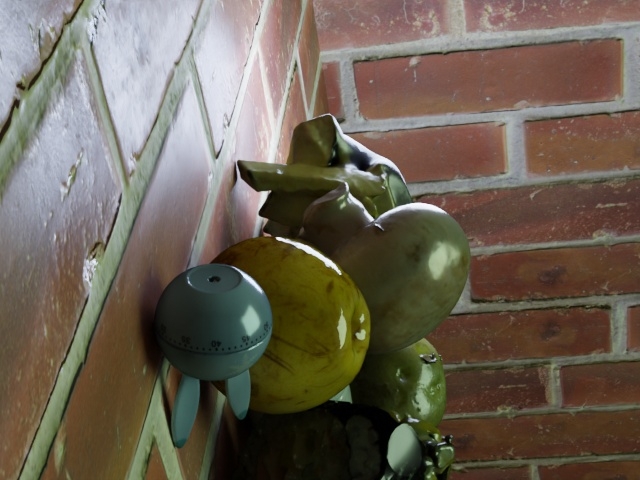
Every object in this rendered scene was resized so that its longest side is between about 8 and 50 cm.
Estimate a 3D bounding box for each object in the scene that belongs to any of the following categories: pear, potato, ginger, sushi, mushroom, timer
[{"bbox_3d":[-0.061,0.131,1.782,0.281,0.281,0.280,-4,90,-82],"label":"pear"},{"bbox_3d":[0.080,0.289,2.353,0.219,0.359,0.269,45,57,-42],"label":"potato"},{"bbox_3d":[0.000,0.000,2.218,0.211,0.358,0.413,-24,85,-50],"label":"ginger"},{"bbox_3d":[0.050,0.419,1.889,0.285,0.328,0.328,26,68,-43],"label":"sushi"},{"bbox_3d":[0.099,0.036,1.995,0.290,0.298,0.297,52,-5,21],"label":"mushroom"},{"bbox_3d":[-0.158,0.141,1.600,0.255,0.175,0.175,115,-16,-46],"label":"timer"}]

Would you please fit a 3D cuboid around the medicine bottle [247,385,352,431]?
[{"bbox_3d":[-0.036,0.304,2.111,0.190,0.190,0.332,-83,167,-53],"label":"medicine bottle"}]
